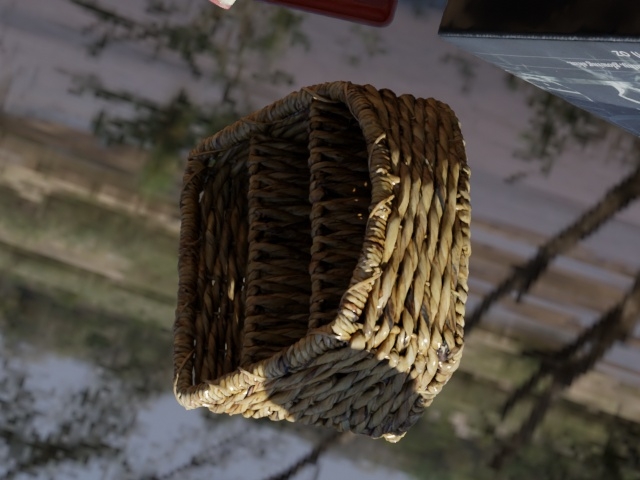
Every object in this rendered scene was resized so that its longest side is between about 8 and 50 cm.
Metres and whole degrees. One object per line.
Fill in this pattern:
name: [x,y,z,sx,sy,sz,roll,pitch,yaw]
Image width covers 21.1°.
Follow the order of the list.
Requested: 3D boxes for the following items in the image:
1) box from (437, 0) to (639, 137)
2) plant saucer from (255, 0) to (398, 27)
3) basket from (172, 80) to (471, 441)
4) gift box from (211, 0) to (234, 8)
box: [0.467,-0.251,1.795,0.471,0.297,0.480,21,177,-28]
plant saucer: [-0.004,-0.360,1.753,0.259,0.258,0.047,15,-179,25]
basket: [0.000,0.000,1.531,0.223,0.299,0.213,12,144,-14]
gift box: [-0.056,-0.262,0.672,0.255,0.258,0.276,28,-167,-18]
